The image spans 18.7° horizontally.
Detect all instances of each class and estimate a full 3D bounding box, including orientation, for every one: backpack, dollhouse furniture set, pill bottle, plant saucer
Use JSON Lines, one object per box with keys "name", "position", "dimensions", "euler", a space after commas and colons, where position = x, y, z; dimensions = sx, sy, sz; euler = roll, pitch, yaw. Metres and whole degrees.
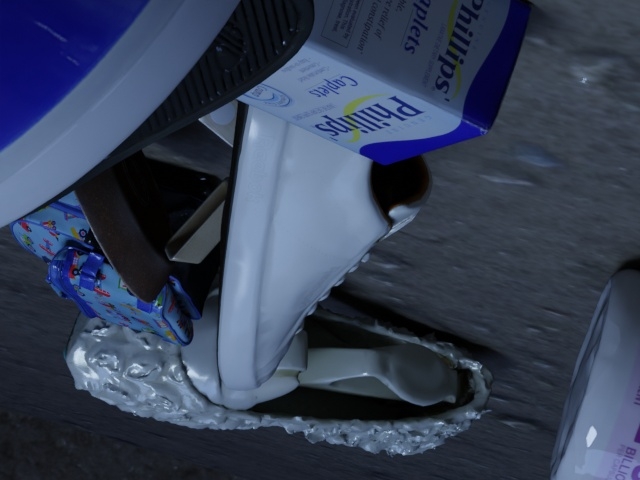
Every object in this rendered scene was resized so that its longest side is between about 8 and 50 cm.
{"name": "backpack", "position": [-0.170, -0.003, 1.531], "dimensions": [0.173, 0.117, 0.158], "euler": [19, 166, 8]}
{"name": "dollhouse furniture set", "position": [-0.075, -0.040, 1.258], "dimensions": [0.081, 0.114, 0.091], "euler": [41, -175, -21]}
{"name": "pill bottle", "position": [0.323, 0.139, 1.338], "dimensions": [0.301, 0.169, 0.169], "euler": [16, 166, 4]}
{"name": "plant saucer", "position": [-0.138, -0.039, 1.327], "dimensions": [0.029, 0.168, 0.168], "euler": [-22, 158, 6]}

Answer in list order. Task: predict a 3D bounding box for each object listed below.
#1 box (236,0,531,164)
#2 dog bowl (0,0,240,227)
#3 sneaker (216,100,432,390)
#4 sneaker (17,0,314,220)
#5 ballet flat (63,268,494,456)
{"name": "box", "position": [0.013, -0.102, 0.993], "dimensions": [0.137, 0.072, 0.126], "euler": [22, 166, -20]}
{"name": "dog bowl", "position": [-0.128, -0.135, 0.635], "dimensions": [0.265, 0.265, 0.104], "euler": [4, 159, 45]}
{"name": "sneaker", "position": [0.000, 0.000, 1.180], "dimensions": [0.123, 0.106, 0.290], "euler": [4, 142, -7]}
{"name": "sneaker", "position": [-0.144, -0.123, 0.884], "dimensions": [0.295, 0.178, 0.124], "euler": [-23, 147, 23]}
{"name": "ballet flat", "position": [-0.016, 0.099, 1.675], "dimensions": [0.408, 0.147, 0.147], "euler": [12, 172, -35]}
